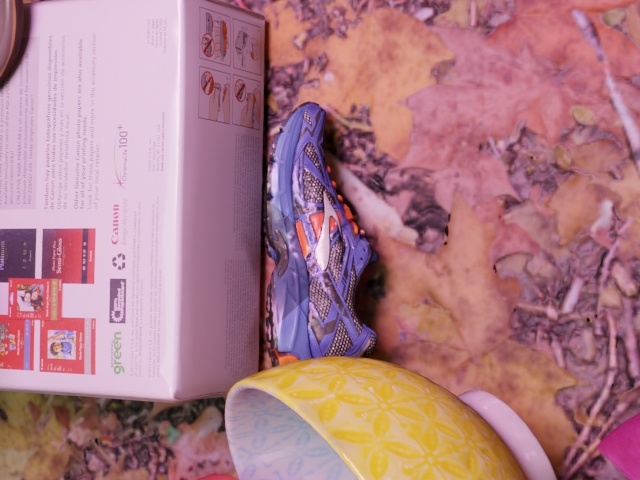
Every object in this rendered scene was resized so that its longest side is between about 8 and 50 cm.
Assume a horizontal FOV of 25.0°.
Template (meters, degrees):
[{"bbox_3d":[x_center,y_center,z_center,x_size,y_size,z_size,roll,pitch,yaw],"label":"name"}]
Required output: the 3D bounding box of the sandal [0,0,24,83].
[{"bbox_3d":[-0.310,-0.136,1.137,0.219,0.060,0.090,-42,69,22],"label":"sandal"}]

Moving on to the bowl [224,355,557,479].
[{"bbox_3d":[0.074,0.191,1.008,0.156,0.289,0.289,-27,72,-22],"label":"bowl"}]

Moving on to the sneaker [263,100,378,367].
[{"bbox_3d":[0.000,0.000,1.118,0.087,0.083,0.221,-1,79,-7],"label":"sneaker"}]

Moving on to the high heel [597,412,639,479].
[{"bbox_3d":[0.278,0.222,0.963,0.117,0.082,0.244,-23,75,15],"label":"high heel"}]

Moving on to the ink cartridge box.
[{"bbox_3d":[-0.192,-0.033,1.175,0.272,0.130,0.309,1,88,28],"label":"ink cartridge box"}]

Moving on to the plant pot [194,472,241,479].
[{"bbox_3d":[-0.123,0.311,1.035,0.243,0.275,0.275,-29,71,-24],"label":"plant pot"}]
